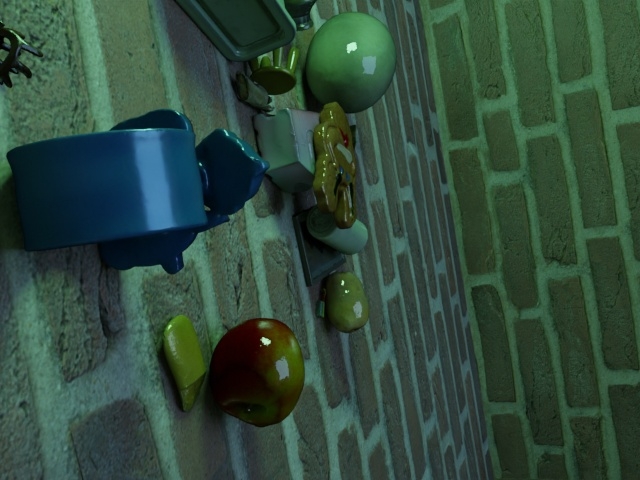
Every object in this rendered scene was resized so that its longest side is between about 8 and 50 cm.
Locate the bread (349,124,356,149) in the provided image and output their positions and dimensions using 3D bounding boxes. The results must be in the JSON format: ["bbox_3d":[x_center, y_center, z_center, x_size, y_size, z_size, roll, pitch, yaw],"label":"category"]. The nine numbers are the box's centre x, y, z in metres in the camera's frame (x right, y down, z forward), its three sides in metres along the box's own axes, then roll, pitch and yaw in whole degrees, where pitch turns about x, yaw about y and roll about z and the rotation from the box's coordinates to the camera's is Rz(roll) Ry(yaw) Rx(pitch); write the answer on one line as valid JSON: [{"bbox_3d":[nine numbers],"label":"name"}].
[{"bbox_3d":[0.095,-0.283,1.903,0.139,0.084,0.074,46,41,-54],"label":"bread"}]

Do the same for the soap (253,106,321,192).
[{"bbox_3d":[-0.037,-0.223,1.561,0.324,0.109,0.193,-16,97,-67],"label":"soap"}]

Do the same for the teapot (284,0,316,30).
[{"bbox_3d":[-0.082,-0.601,1.590,0.166,0.130,0.119,-31,132,-30],"label":"teapot"}]

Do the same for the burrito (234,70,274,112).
[{"bbox_3d":[-0.152,-0.335,1.419,0.149,0.041,0.055,23,69,-64],"label":"burrito"}]

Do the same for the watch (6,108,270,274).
[{"bbox_3d":[-0.236,-0.065,0.826,0.274,0.305,0.241,-19,99,-73],"label":"watch"}]

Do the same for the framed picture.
[{"bbox_3d":[0.001,0.000,1.685,0.265,0.018,0.192,-30,109,-64],"label":"framed picture"}]

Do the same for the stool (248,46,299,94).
[{"bbox_3d":[-0.113,-0.415,1.450,0.134,0.135,0.110,135,-44,-62],"label":"stool"}]

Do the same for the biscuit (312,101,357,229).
[{"bbox_3d":[0.043,-0.195,1.533,0.202,0.047,0.334,43,41,-53],"label":"biscuit"}]

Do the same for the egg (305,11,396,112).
[{"bbox_3d":[0.087,-0.504,1.749,0.352,0.258,0.258,-67,142,-52],"label":"egg"}]

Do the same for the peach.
[{"bbox_3d":[-0.115,0.234,1.153,0.197,0.197,0.197,-8,90,-66],"label":"peach"}]

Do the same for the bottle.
[{"bbox_3d":[0.059,-0.024,1.674,0.245,0.104,0.104,29,57,-60],"label":"bottle"}]

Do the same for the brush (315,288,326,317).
[{"bbox_3d":[0.002,0.162,1.630,0.021,0.019,0.083,39,49,-44],"label":"brush"}]

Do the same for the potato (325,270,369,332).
[{"bbox_3d":[0.069,0.163,1.674,0.109,0.118,0.178,111,-28,-62],"label":"potato"}]

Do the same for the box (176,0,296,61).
[{"bbox_3d":[-0.190,-0.547,1.270,0.312,0.175,0.182,42,36,-55],"label":"box"}]

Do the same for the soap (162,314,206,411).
[{"bbox_3d":[-0.231,0.213,1.075,0.089,0.033,0.168,-44,124,-58],"label":"soap"}]

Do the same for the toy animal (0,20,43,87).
[{"bbox_3d":[-0.436,-0.339,0.735,0.260,0.087,0.243,37,51,-54],"label":"toy animal"}]
